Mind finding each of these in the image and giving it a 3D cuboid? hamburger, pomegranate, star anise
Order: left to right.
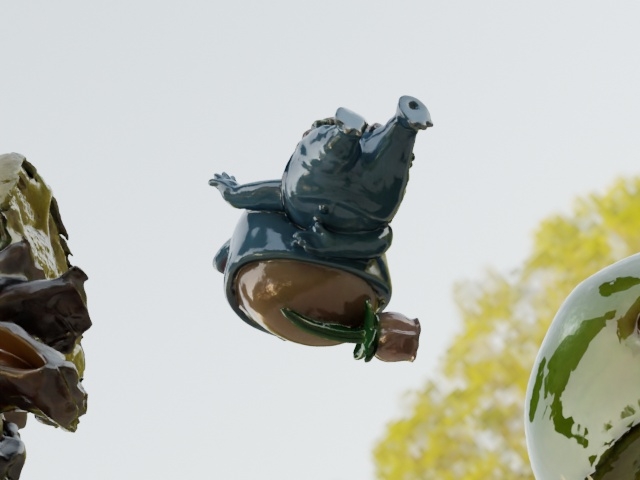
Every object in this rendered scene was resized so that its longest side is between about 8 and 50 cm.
[{"bbox_3d":[-0.223,0.081,1.185,0.190,0.220,0.126,-45,-44,14],"label":"star anise"},{"bbox_3d":[-0.316,0.042,1.833,0.134,0.285,0.265,-9,-15,0],"label":"hamburger"},{"bbox_3d":[0.231,0.091,1.101,0.240,0.159,0.190,12,-54,-23],"label":"pomegranate"}]

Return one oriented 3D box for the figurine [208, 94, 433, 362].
[{"bbox_3d":[0.005,0.003,1.096,0.114,0.144,0.178,7,-47,-23],"label":"figurine"}]
